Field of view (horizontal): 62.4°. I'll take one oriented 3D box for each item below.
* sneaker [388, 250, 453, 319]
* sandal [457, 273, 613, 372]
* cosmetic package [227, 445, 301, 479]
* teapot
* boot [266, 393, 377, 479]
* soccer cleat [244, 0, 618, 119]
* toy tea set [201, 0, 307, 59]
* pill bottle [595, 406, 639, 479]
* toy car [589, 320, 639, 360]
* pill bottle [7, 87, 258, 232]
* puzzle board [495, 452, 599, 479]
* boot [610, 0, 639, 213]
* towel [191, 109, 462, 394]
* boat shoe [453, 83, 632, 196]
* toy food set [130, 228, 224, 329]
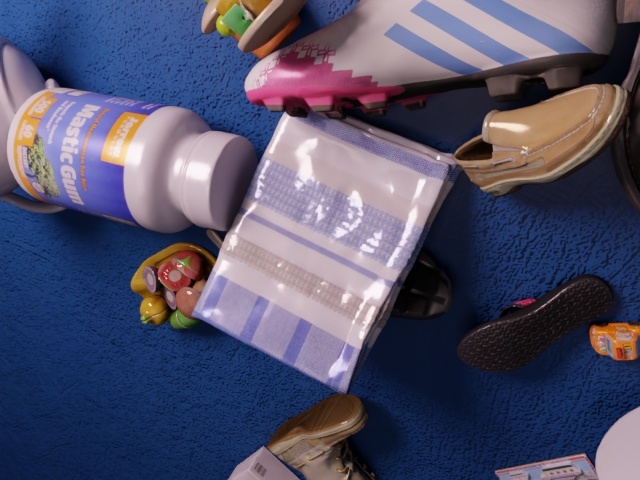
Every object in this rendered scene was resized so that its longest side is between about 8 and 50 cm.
[{"bbox_3d":[0.027,0.045,0.654,0.268,0.101,0.106,14,148,12],"label":"sneaker"},{"bbox_3d":[0.240,0.094,0.602,0.179,0.040,0.067,-35,104,20],"label":"sandal"},{"bbox_3d":[-0.048,0.473,0.918,0.239,0.060,0.099,43,123,-1],"label":"cosmetic package"},{"bbox_3d":[-0.431,-0.169,0.688,0.187,0.256,0.252,-14,88,-9],"label":"teapot"},{"bbox_3d":[0.034,0.325,0.793,0.165,0.077,0.213,48,130,-4],"label":"boot"},{"bbox_3d":[0.084,-0.193,0.485,0.332,0.116,0.143,-1,98,20],"label":"soccer cleat"},{"bbox_3d":[-0.021,-0.276,0.431,0.124,0.200,0.336,46,131,-13],"label":"toy tea set"},{"bbox_3d":[0.437,0.312,0.539,0.301,0.169,0.169,45,125,-3],"label":"pill bottle"},{"bbox_3d":[0.320,0.077,0.547,0.060,0.040,0.122,10,120,20],"label":"toy car"},{"bbox_3d":[-0.221,-0.094,0.645,0.272,0.152,0.152,13,120,19],"label":"pill bottle"},{"bbox_3d":[0.314,0.335,0.705,0.128,0.011,0.096,-30,100,33],"label":"puzzle board"},{"bbox_3d":[0.336,-0.126,0.361,0.229,0.091,0.262,8,124,41],"label":"boot"},{"bbox_3d":[0.000,0.000,0.579,0.209,0.034,0.284,26,92,12],"label":"towel"},{"bbox_3d":[0.173,-0.087,0.458,0.072,0.068,0.190,29,162,-7],"label":"boat shoe"},{"bbox_3d":[-0.207,0.075,0.776,0.218,0.071,0.128,-26,102,33],"label":"toy food set"}]
